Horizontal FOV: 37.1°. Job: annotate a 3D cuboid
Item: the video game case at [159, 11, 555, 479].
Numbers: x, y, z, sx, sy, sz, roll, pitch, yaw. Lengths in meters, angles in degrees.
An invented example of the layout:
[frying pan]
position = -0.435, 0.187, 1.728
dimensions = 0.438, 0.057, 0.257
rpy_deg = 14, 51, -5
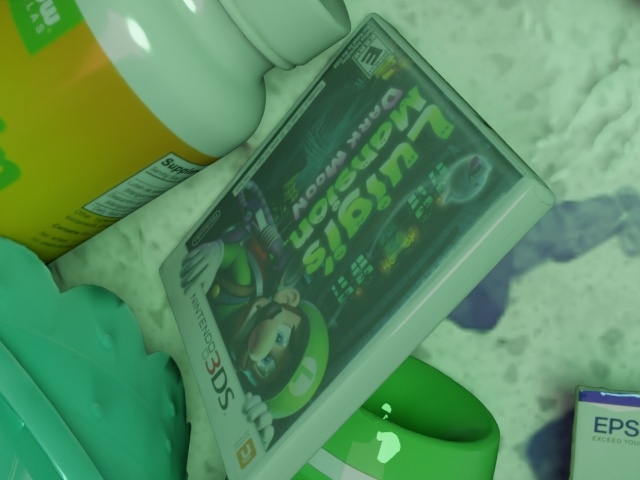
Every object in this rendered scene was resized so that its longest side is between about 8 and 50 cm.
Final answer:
[video game case]
position = 0.000, 0.000, 0.458
dimensions = 0.022, 0.173, 0.190
rpy_deg = 30, 109, -37

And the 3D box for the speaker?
[speaker]
position = -0.016, 0.204, 0.507
dimensions = 0.131, 0.131, 0.296
rpy_deg = 25, 104, 7

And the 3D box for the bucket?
[bucket]
position = -0.192, 0.153, 0.447
dimensions = 0.281, 0.183, 0.281
rpy_deg = -4, 131, -4

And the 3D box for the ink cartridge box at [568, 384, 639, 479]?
[ink cartridge box]
position = 0.207, 0.252, 0.497
dimensions = 0.176, 0.069, 0.370
rpy_deg = 4, 103, 13

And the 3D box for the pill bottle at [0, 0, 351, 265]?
[pill bottle]
position = -0.114, -0.081, 0.472
dimensions = 0.246, 0.136, 0.136
rpy_deg = -30, 92, 16
